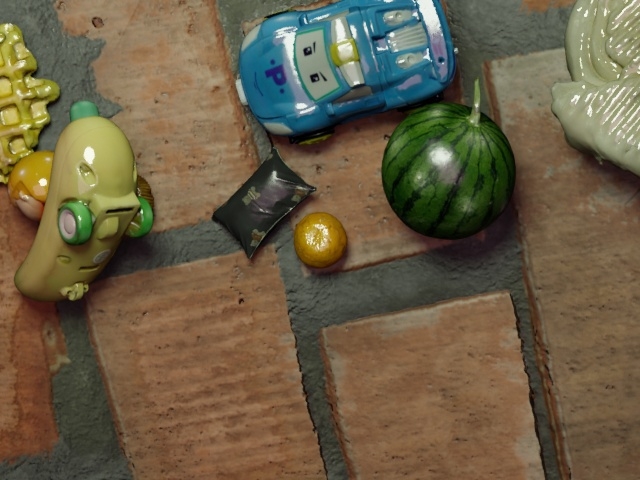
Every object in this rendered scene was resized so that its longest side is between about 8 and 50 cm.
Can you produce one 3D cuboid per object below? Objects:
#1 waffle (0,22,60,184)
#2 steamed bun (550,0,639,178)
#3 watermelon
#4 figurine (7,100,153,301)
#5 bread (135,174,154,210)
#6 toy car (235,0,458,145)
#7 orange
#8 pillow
[{"bbox_3d":[-0.556,-0.210,1.491,0.312,0.060,0.307,43,96,-3],"label":"waffle"},{"bbox_3d":[0.491,-0.203,1.355,0.324,0.219,0.309,15,84,26],"label":"steamed bun"},{"bbox_3d":[0.181,-0.102,1.387,0.188,0.188,0.214,29,134,-1],"label":"watermelon"},{"bbox_3d":[-0.370,-0.045,1.444,0.222,0.124,0.324,54,129,21],"label":"figurine"},{"bbox_3d":[-0.286,-0.059,1.498,0.085,0.053,0.085,0,89,23],"label":"bread"},{"bbox_3d":[0.031,-0.249,1.399,0.314,0.166,0.198,-15,93,6],"label":"toy car"},{"bbox_3d":[0.000,0.000,1.480,0.083,0.070,0.083,0,88,11],"label":"orange"},{"bbox_3d":[-0.087,-0.056,1.488,0.090,0.048,0.150,44,101,-6],"label":"pillow"}]
